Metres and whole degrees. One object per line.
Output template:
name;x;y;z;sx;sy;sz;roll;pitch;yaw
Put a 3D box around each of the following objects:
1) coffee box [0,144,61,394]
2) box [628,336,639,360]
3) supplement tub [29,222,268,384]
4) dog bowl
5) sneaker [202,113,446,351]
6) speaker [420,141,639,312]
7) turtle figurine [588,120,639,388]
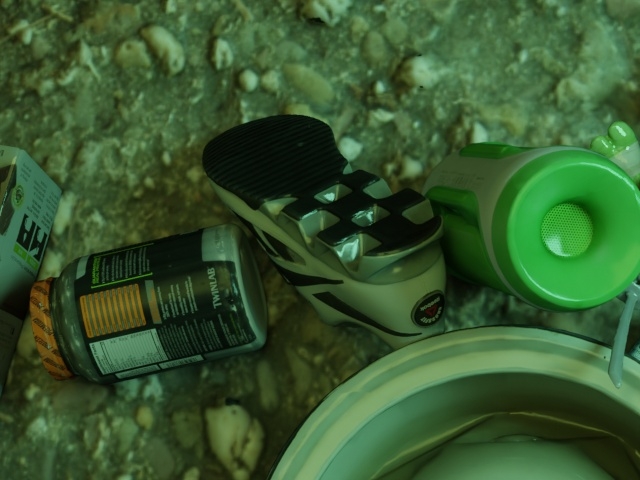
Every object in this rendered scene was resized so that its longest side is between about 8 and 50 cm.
coffee box;-0.365;0.059;1.613;0.168;0.119;0.297;10;74;14
box;0.312;0.135;1.491;0.137;0.027;0.094;31;80;19
supplement tub;-0.149;0.059;1.568;0.190;0.117;0.117;-12;70;8
dog bowl;0.149;0.281;1.414;0.408;0.150;0.408;-4;71;11
sneaker;0.000;0.000;1.539;0.122;0.146;0.330;-24;34;-16
speaker;0.161;-0.016;1.422;0.131;0.296;0.131;-1;94;-9
turtle figurine;0.320;-0.031;1.434;0.198;0.275;0.266;-61;41;30
